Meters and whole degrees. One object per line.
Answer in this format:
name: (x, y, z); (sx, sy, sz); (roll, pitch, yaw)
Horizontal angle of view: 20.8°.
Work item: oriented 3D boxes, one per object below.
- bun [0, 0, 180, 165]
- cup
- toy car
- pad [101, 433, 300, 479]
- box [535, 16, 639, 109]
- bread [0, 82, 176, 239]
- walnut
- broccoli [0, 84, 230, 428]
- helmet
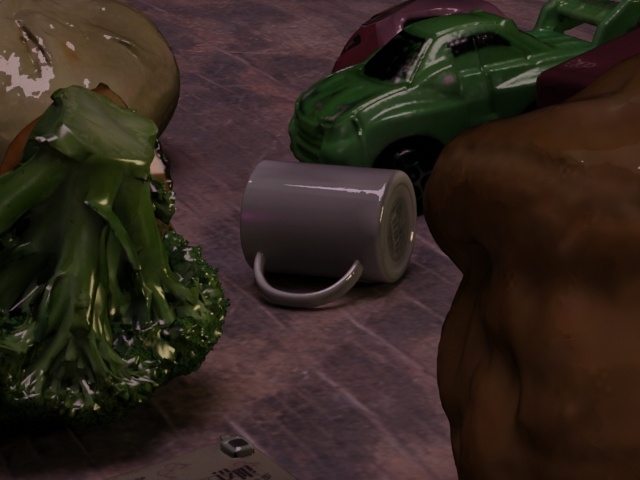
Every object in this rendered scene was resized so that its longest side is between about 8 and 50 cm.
bun: (-0.320, -0.165, 1.827); (0.361, 0.213, 0.361); (-5, 17, 1)
cup: (0.004, 0.001, 1.501); (0.133, 0.136, 0.099); (5, -14, 21)
toy car: (0.150, -0.149, 1.762); (0.359, 0.176, 0.213); (-9, 19, -16)
pad: (-0.126, 0.182, 1.086); (0.265, 0.009, 0.159); (-14, 22, -29)
box: (0.329, -0.077, 1.519); (0.167, 0.193, 0.294); (-24, 27, -28)
bread: (-0.211, -0.024, 1.476); (0.133, 0.174, 0.251); (-12, 25, -17)
walnut: (0.227, 0.044, 0.920); (0.384, 0.383, 0.383); (-3, 19, 1)
broccoli: (-0.196, 0.016, 1.240); (0.269, 0.241, 0.261); (20, 28, -22)
helmet: (0.119, -0.204, 1.981); (0.253, 0.154, 0.198); (12, 24, 26)
